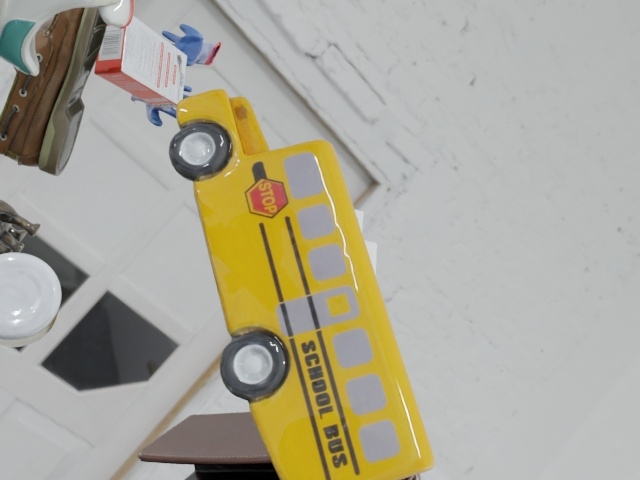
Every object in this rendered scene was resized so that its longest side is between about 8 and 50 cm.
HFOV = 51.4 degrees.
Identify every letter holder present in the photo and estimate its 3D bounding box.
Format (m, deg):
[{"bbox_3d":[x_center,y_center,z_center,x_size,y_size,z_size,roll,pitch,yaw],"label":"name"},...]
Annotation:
[{"bbox_3d":[-0.065,0.292,0.716,0.214,0.302,0.151,-18,98,-64],"label":"letter holder"}]

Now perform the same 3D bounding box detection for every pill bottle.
[{"bbox_3d":[-0.385,0.081,0.841,0.103,0.103,0.184,42,-24,-9],"label":"pill bottle"}]

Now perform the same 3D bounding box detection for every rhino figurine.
[{"bbox_3d":[-0.582,-0.019,1.170,0.106,0.073,0.243,39,-29,-26],"label":"rhino figurine"}]

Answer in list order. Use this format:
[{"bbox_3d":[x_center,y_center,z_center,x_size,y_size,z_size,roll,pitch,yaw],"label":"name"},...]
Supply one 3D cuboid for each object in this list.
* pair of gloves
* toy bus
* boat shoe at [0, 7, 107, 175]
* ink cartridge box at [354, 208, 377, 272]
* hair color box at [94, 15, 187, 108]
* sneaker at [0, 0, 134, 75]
[{"bbox_3d":[-0.267,-0.299,1.196,0.159,0.198,0.023,22,-7,35],"label":"pair of gloves"},{"bbox_3d":[-0.025,0.035,0.542,0.108,0.130,0.332,83,-9,-72],"label":"toy bus"},{"bbox_3d":[-0.355,-0.238,0.869,0.105,0.307,0.110,20,14,-11],"label":"boat shoe"},{"bbox_3d":[0.000,0.000,0.928,0.182,0.104,0.061,14,-44,-7],"label":"ink cartridge box"},{"bbox_3d":[-0.276,-0.275,1.036,0.054,0.093,0.167,1,-7,21],"label":"hair color box"},{"bbox_3d":[-0.096,-0.139,0.292,0.075,0.161,0.057,50,4,-26],"label":"sneaker"}]
